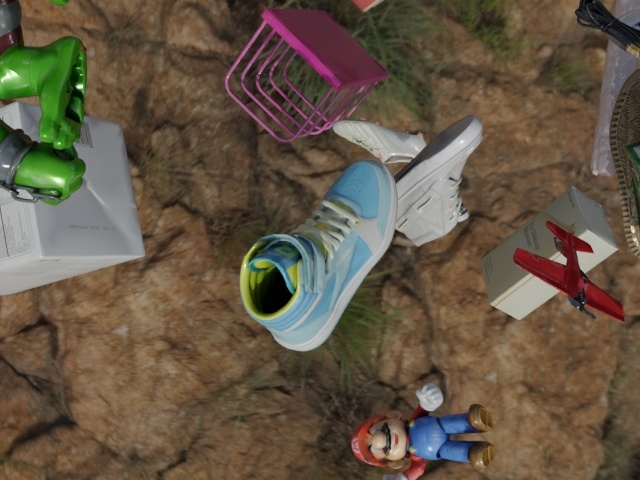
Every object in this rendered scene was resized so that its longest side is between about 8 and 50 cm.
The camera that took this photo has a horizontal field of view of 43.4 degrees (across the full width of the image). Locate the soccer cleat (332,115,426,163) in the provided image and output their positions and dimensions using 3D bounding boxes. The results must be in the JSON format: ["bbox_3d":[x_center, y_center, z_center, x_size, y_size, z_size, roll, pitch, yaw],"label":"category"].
[{"bbox_3d":[0.116,-0.197,1.620,0.196,0.068,0.076,14,81,4],"label":"soccer cleat"}]

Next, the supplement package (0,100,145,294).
[{"bbox_3d":[-0.415,-0.043,1.082,0.199,0.263,0.198,2,75,-65],"label":"supplement package"}]

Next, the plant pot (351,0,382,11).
[{"bbox_3d":[0.074,-0.488,1.168,0.275,0.275,0.243,-40,101,-21],"label":"plant pot"}]

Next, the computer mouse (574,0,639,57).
[{"bbox_3d":[0.395,-0.260,0.973,0.193,0.042,0.106,-15,48,-44],"label":"computer mouse"}]

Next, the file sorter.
[{"bbox_3d":[-0.029,-0.332,1.638,0.202,0.182,0.291,45,26,6],"label":"file sorter"}]

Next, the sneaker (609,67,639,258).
[{"bbox_3d":[0.492,-0.125,1.187,0.153,0.099,0.282,-35,121,-55],"label":"sneaker"}]

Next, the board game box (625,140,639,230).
[{"bbox_3d":[0.556,-0.089,1.001,0.317,0.046,0.213,-21,134,11],"label":"board game box"}]

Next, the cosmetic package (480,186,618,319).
[{"bbox_3d":[0.540,0.035,1.934,0.113,0.309,0.160,27,37,-25],"label":"cosmetic package"}]

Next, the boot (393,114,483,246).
[{"bbox_3d":[0.198,-0.088,1.282,0.123,0.258,0.095,40,48,-8],"label":"boot"}]

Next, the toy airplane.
[{"bbox_3d":[0.279,0.031,0.887,0.151,0.028,0.151,24,33,-17],"label":"toy airplane"}]

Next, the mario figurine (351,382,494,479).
[{"bbox_3d":[0.201,0.434,1.743,0.170,0.321,0.198,59,35,-27],"label":"mario figurine"}]

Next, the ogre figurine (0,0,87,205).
[{"bbox_3d":[-0.191,-0.116,0.429,0.118,0.197,0.096,5,47,7],"label":"ogre figurine"}]

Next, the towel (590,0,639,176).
[{"bbox_3d":[0.514,-0.290,1.386,0.053,0.317,0.331,7,103,18],"label":"towel"}]

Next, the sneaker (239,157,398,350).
[{"bbox_3d":[0.000,0.000,1.157,0.127,0.208,0.319,22,82,25],"label":"sneaker"}]
